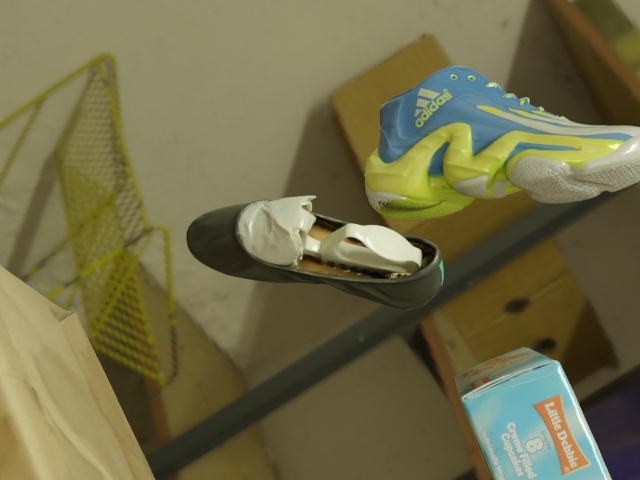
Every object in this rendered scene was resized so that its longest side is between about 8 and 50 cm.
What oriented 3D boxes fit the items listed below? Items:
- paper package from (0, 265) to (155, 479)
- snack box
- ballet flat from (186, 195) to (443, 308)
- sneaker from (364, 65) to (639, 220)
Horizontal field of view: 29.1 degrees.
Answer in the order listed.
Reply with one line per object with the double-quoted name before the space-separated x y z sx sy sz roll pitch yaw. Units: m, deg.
"paper package" -0.286 0.202 0.816 0.309 0.325 0.168 55 4 38
"snack box" 0.163 0.220 0.694 0.187 0.060 0.322 34 33 -84
"ballet flat" 0.000 0.000 1.308 0.096 0.280 0.095 112 -13 -57
"sneaker" 0.148 -0.093 0.997 0.091 0.240 0.126 42 43 -66
